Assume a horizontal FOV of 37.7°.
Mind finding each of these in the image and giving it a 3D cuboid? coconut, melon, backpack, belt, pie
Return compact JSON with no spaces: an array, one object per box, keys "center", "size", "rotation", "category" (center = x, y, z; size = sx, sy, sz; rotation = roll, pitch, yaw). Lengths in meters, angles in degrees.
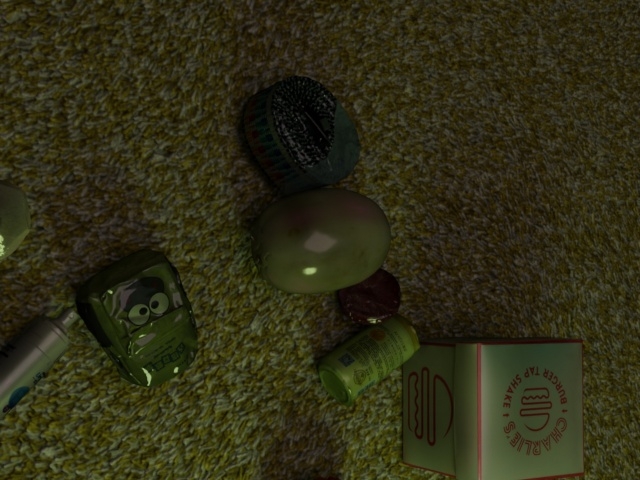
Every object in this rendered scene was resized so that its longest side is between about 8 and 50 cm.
[{"center":[-0.594,-0.039,1.665],"size":[0.161,0.162,0.160],"rotation":[1,88,-31],"category":"coconut"},{"center":[0.000,0.000,1.978],"size":[0.317,0.223,0.222],"rotation":[-11,93,-28],"category":"melon"},{"center":[-0.347,0.155,1.821],"size":[0.207,0.140,0.253],"rotation":[-32,110,-28],"category":"backpack"},{"center":[-0.040,-0.223,2.012],"size":[0.257,0.150,0.207],"rotation":[51,55,-19],"category":"belt"},{"center":[0.112,0.123,2.109],"size":[0.155,0.036,0.154],"rotation":[1,57,-2],"category":"pie"}]

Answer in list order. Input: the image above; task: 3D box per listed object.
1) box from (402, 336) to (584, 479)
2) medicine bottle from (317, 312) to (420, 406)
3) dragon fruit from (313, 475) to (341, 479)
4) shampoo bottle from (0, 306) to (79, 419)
[{"center":[0.387,0.375,2.142],"size":[0.315,0.300,0.312],"rotation":[2,86,-30],"category":"box"},{"center":[0.113,0.256,2.093],"size":[0.239,0.124,0.124],"rotation":[-33,104,-28],"category":"medicine bottle"},{"center":[0.004,0.631,1.967],"size":[0.205,0.210,0.268],"rotation":[33,65,-54],"category":"dragon fruit"},{"center":[-0.559,0.240,1.714],"size":[0.303,0.092,0.092],"rotation":[-48,110,-24],"category":"shampoo bottle"}]
